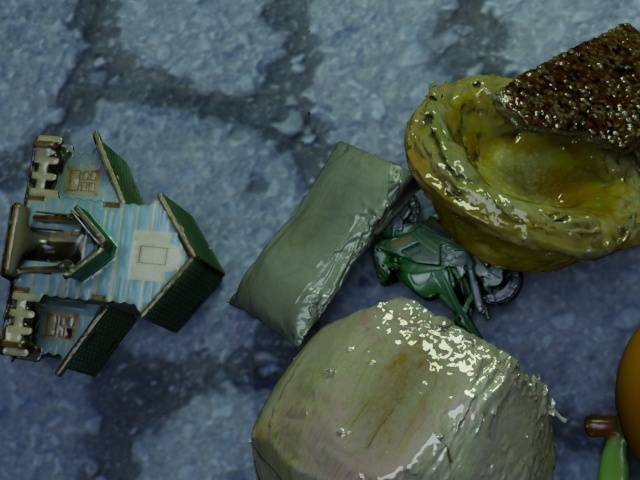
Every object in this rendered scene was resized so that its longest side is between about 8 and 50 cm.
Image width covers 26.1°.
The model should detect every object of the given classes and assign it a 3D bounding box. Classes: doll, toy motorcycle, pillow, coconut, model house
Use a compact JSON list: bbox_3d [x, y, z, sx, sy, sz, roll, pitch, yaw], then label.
[{"bbox_3d":[0.359,0.166,1.363,0.236,0.213,0.214,-20,76,20],"label":"doll"},{"bbox_3d":[0.123,0.024,1.488,0.190,0.074,0.106,35,89,20],"label":"toy motorcycle"},{"bbox_3d":[0.000,0.000,1.501,0.230,0.050,0.148,-53,35,-5],"label":"pillow"},{"bbox_3d":[0.079,0.216,1.352,0.297,0.297,0.255,28,74,14],"label":"coconut"},{"bbox_3d":[-0.218,0.020,1.500,0.206,0.178,0.271,6,77,9],"label":"model house"}]

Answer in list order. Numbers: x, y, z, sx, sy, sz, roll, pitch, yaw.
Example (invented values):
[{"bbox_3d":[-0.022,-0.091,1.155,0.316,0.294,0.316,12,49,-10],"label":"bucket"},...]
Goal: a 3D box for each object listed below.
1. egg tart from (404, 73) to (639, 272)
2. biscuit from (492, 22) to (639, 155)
[{"bbox_3d":[0.216,-0.061,1.430,0.288,0.118,0.288,11,40,-9],"label":"egg tart"},{"bbox_3d":[0.295,-0.149,1.445,0.237,0.026,0.131,-29,69,-36],"label":"biscuit"}]
